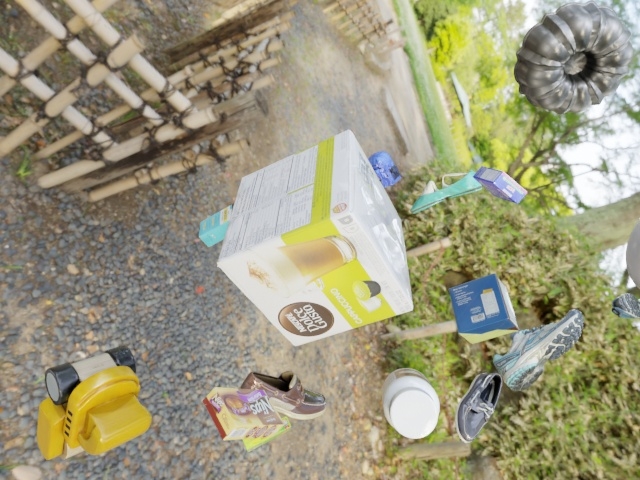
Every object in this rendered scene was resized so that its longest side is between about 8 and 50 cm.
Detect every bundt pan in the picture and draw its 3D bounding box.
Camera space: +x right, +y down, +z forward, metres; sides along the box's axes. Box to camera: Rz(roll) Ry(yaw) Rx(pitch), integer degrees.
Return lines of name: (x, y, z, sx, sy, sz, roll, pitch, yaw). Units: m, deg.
bundt pan: (0.762, -0.524, 1.421, 0.124, 0.331, 0.330, -84, 150, -54)

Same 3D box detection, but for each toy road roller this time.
toy road roller: (-0.564, 0.454, 1.212, 0.241, 0.329, 0.203, 39, 31, 29)

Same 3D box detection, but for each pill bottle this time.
pill bottle: (0.213, 0.385, 1.133, 0.229, 0.131, 0.131, 45, 30, -81)

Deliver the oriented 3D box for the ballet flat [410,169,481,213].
ballet flat: (0.404, -0.168, 1.581, 0.083, 0.247, 0.087, -21, 90, -68)

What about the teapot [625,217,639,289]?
teapot: (0.722, 0.037, 0.871, 0.187, 0.256, 0.252, -115, -155, -70)

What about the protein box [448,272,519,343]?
protein box: (0.643, 0.271, 1.892, 0.136, 0.200, 0.201, 39, 37, -42)

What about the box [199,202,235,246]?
box: (-0.324, -0.077, 1.739, 0.060, 0.244, 0.100, 54, 13, -35)

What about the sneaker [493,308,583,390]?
sneaker: (0.599, 0.281, 1.332, 0.110, 0.283, 0.122, 40, 8, -41)

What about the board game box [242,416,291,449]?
board game box: (-0.204, 0.741, 1.824, 0.043, 0.181, 0.092, 60, -18, 24)

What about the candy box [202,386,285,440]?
candy box: (-0.176, 0.404, 1.116, 0.109, 0.053, 0.187, 48, 11, 35)

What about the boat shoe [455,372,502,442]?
boat shoe: (0.399, 0.409, 1.191, 0.075, 0.065, 0.206, 44, 50, -1)

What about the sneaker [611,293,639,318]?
sneaker: (0.805, 0.184, 1.259, 0.162, 0.073, 0.063, 17, 58, -37)

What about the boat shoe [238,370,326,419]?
boat shoe: (-0.105, 0.490, 1.551, 0.342, 0.123, 0.123, 22, 8, -31)

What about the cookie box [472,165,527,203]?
cookie box: (0.451, -0.141, 1.204, 0.092, 0.040, 0.107, 35, 7, -18)

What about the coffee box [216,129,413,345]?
coffee box: (0.000, 0.000, 1.182, 0.337, 0.335, 0.338, 54, 25, -35)

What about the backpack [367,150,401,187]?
backpack: (0.215, -0.251, 1.697, 0.101, 0.098, 0.120, -41, 113, -33)
